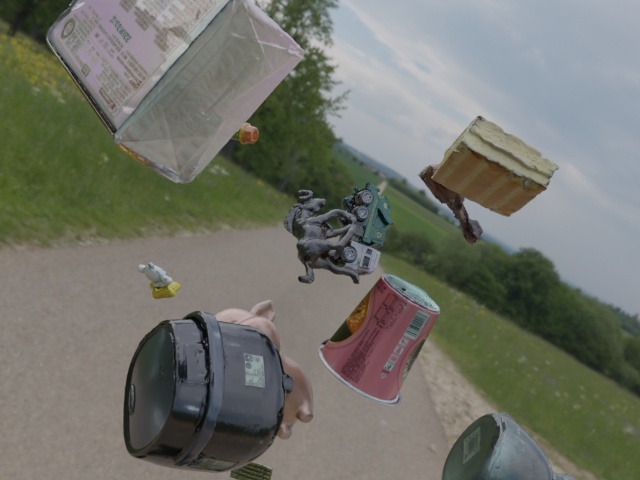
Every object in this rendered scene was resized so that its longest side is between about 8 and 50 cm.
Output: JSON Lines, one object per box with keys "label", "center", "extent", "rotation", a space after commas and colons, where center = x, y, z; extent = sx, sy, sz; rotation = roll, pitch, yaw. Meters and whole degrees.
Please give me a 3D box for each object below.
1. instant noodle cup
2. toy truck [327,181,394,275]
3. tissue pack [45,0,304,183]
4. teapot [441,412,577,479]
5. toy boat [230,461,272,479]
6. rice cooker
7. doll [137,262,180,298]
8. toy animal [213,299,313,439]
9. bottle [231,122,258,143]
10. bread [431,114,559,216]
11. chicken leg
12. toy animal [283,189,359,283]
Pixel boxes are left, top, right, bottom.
{"label": "instant noodle cup", "center": [0.156, 0.226, 1.735], "extent": [0.244, 0.255, 0.244], "rotation": [29, 12, -7]}
{"label": "toy truck", "center": [0.105, -0.021, 1.728], "extent": [0.116, 0.216, 0.110], "rotation": [20, -14, -20]}
{"label": "tissue pack", "center": [-0.159, -0.198, 0.748], "extent": [0.225, 0.185, 0.124], "rotation": [47, 9, 38]}
{"label": "teapot", "center": [0.430, 0.538, 1.611], "extent": [0.285, 0.223, 0.305], "rotation": [36, -2, -5]}
{"label": "toy boat", "center": [-0.189, 0.636, 1.980], "extent": [0.115, 0.063, 0.016], "rotation": [13, 4, 14]}
{"label": "rice cooker", "center": [-0.187, 0.257, 1.202], "extent": [0.224, 0.267, 0.267], "rotation": [17, 12, -31]}
{"label": "doll", "center": [-0.442, 0.103, 1.938], "extent": [0.135, 0.071, 0.113], "rotation": [33, -30, 19]}
{"label": "toy animal", "center": [-0.146, 0.295, 1.641], "extent": [0.269, 0.237, 0.326], "rotation": [50, -4, 45]}
{"label": "bottle", "center": [-0.217, -0.242, 1.524], "extent": [0.187, 0.069, 0.069], "rotation": [16, -1, 22]}
{"label": "bread", "center": [0.428, -0.176, 1.779], "extent": [0.239, 0.111, 0.246], "rotation": [28, -17, 1]}
{"label": "chicken leg", "center": [0.377, -0.104, 2.018], "extent": [0.304, 0.093, 0.113], "rotation": [53, -6, -36]}
{"label": "toy animal", "center": [0.000, 0.000, 1.432], "extent": [0.148, 0.084, 0.232], "rotation": [-3, 50, 1]}
